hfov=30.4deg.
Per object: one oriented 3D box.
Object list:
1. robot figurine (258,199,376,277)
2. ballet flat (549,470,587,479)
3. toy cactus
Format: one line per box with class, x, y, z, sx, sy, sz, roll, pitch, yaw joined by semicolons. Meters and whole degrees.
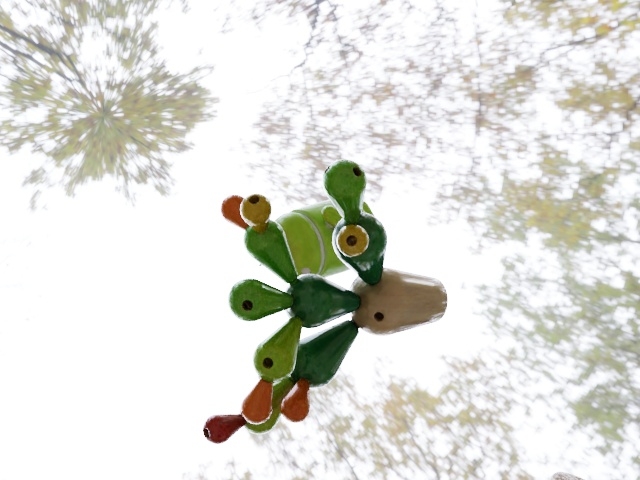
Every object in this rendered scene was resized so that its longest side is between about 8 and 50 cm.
robot figurine;0.000;0.000;1.049;0.115;0.101;0.067;-16;-108;-38
ballet flat;0.267;0.277;1.074;0.073;0.206;0.067;13;-56;-23
toy cactus;0.005;0.042;0.824;0.181;0.112;0.218;2;-71;-37
